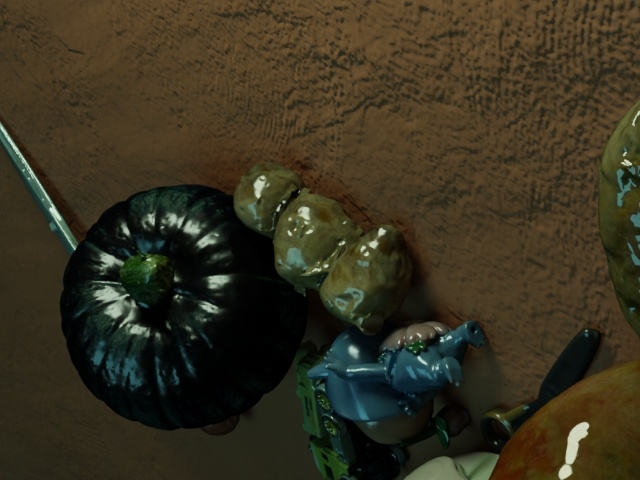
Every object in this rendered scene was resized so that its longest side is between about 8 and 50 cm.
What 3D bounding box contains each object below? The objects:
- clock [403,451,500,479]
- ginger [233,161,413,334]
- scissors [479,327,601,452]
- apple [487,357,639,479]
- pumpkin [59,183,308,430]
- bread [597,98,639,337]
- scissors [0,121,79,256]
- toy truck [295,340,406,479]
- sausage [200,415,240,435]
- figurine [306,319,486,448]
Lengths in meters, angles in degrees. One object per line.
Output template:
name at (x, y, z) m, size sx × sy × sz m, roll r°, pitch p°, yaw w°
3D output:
clock at (0.171, 0.314, 1.315) m, size 0.265 × 0.109 × 0.324 m, roll 46°, pitch 151°, yaw 11°
ginger at (0.000, 0.000, 1.315) m, size 0.204 × 0.080 × 0.104 m, roll 35°, pitch 110°, yaw 31°
scissors at (0.197, 0.137, 1.221) m, size 0.088 × 0.017 × 0.220 m, roll 44°, pitch 146°, yaw 19°
apple at (0.239, 0.250, 1.009) m, size 0.301 × 0.301 × 0.301 m, roll 35°, pitch 143°, yaw 32°
pumpkin at (-0.142, 0.053, 1.379) m, size 0.248 × 0.248 × 0.248 m, roll 35°, pitch 143°, yaw 32°
bread at (0.281, -0.005, 0.876) m, size 0.230 × 0.123 × 0.230 m, roll 32°, pitch 136°, yaw 38°
scissors at (-0.310, 0.013, 1.796) m, size 0.447 × 0.029 × 0.192 m, roll 57°, pitch 161°, yaw 8°
toy truck at (0.020, 0.178, 1.450) m, size 0.100 × 0.077 × 0.168 m, roll 23°, pitch 136°, yaw 47°
sausage at (-0.134, 0.190, 1.692) m, size 0.094 × 0.059 × 0.054 m, roll 41°, pitch 133°, yaw 32°
figurine at (0.082, 0.136, 1.306) m, size 0.178 × 0.114 × 0.144 m, roll -23°, pitch 100°, yaw 50°
